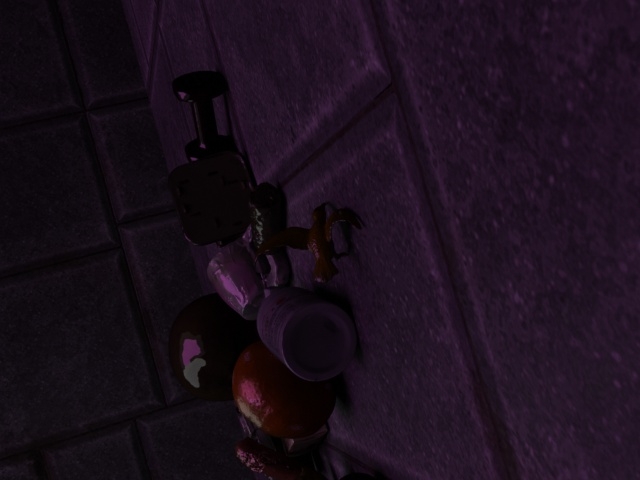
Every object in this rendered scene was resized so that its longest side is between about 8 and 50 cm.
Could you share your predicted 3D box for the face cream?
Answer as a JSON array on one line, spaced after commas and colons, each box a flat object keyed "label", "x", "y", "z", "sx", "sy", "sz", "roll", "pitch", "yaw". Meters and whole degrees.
[{"label": "face cream", "x": -0.050, "y": 0.165, "z": 1.618, "sx": 0.370, "sy": 0.145, "sz": 0.145, "roll": -163, "pitch": 59, "yaw": -74}]

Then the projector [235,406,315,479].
[{"label": "projector", "x": -0.114, "y": 0.525, "z": 2.166, "sx": 0.269, "sy": 0.088, "sz": 0.193, "roll": 64, "pitch": -162, "yaw": 11}]

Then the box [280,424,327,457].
[{"label": "box", "x": -0.061, "y": 0.430, "z": 2.014, "sx": 0.212, "sy": 0.095, "sz": 0.168, "roll": 105, "pitch": 148, "yaw": -65}]

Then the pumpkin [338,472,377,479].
[{"label": "pumpkin", "x": 0.073, "y": 0.526, "z": 1.550, "sx": 0.167, "sy": 0.125, "sz": 0.167, "roll": -9, "pitch": -90, "yaw": -74}]

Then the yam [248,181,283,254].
[{"label": "yam", "x": -0.118, "y": -0.045, "z": 1.782, "sx": 0.179, "sy": 0.078, "sz": 0.078, "roll": 89, "pitch": 160, "yaw": -54}]

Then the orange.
[{"label": "orange", "x": -0.079, "y": 0.311, "z": 1.713, "sx": 0.171, "sy": 0.240, "sz": 0.240, "roll": -60, "pitch": 32, "yaw": 16}]

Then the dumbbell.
[{"label": "dumbbell", "x": -0.293, "y": -0.306, "z": 2.061, "sx": 0.140, "sy": 0.124, "sz": 0.225, "roll": -125, "pitch": 24, "yaw": -52}]

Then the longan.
[{"label": "longan", "x": -0.271, "y": 0.290, "z": 2.261, "sx": 0.319, "sy": 0.319, "sz": 0.319, "roll": 165, "pitch": 90, "yaw": -75}]

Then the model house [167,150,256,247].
[{"label": "model house", "x": -0.255, "y": -0.064, "z": 2.075, "sx": 0.278, "sy": 0.205, "sz": 0.218, "roll": 95, "pitch": 157, "yaw": -71}]

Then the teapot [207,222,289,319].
[{"label": "teapot", "x": -0.144, "y": 0.081, "z": 1.935, "sx": 0.178, "sy": 0.221, "sz": 0.163, "roll": 55, "pitch": -163, "yaw": 28}]

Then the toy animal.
[{"label": "toy animal", "x": 0.000, "y": 0.000, "z": 1.375, "sx": 0.095, "sy": 0.219, "sz": 0.155, "roll": 61, "pitch": -153, "yaw": -16}]

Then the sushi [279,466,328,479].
[{"label": "sushi", "x": -0.049, "y": 0.716, "z": 1.791, "sx": 0.240, "sy": 0.351, "sz": 0.396, "roll": 35, "pitch": 138, "yaw": 37}]

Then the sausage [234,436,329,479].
[{"label": "sausage", "x": -0.075, "y": 0.571, "z": 2.004, "sx": 0.304, "sy": 0.078, "sz": 0.078, "roll": 24, "pitch": 146, "yaw": 12}]
